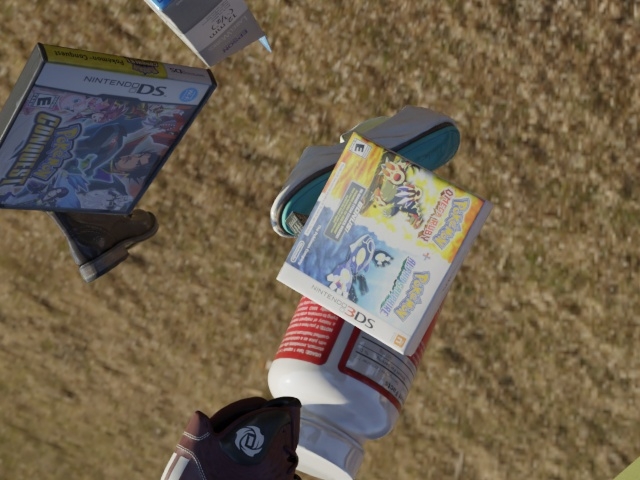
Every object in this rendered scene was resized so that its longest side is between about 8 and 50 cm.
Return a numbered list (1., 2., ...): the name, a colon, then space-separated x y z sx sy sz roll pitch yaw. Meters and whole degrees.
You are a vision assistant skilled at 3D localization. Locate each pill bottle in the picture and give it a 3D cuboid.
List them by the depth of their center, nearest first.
1. pill bottle: 0.053 0.184 1.875 0.229 0.408 0.229 21 158 9

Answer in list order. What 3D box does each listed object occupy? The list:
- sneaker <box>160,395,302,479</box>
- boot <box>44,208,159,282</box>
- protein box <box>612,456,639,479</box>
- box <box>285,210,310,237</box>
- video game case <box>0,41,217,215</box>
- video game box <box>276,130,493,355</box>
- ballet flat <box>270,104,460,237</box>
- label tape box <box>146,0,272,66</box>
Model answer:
1. sneaker: -0.020 0.244 1.105 0.281 0.163 0.106 25 169 -25
2. boot: -0.375 -0.072 1.796 0.091 0.263 0.229 -28 101 19
3. protein box: 0.181 0.110 0.326 0.136 0.201 0.200 56 153 5
4. box: 0.000 0.000 1.462 0.067 0.083 0.018 13 121 -50
5. video game case: -0.302 -0.133 1.460 0.248 0.035 0.275 2 141 -40
6. video game box: 0.074 0.003 1.323 0.187 0.048 0.205 29 95 18
7. ballet flat: 0.052 -0.121 1.834 0.139 0.400 0.139 36 140 37
8. label tape box: -0.223 -0.394 1.694 0.249 0.115 0.348 47 179 15
